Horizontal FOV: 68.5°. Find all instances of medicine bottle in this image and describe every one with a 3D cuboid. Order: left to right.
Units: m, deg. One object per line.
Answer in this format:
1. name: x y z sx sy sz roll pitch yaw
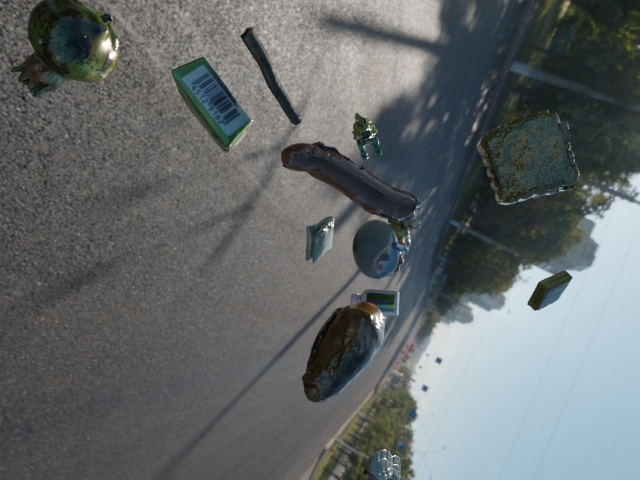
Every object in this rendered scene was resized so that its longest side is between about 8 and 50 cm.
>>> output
1. medicine bottle: 0.250 0.281 2.158 0.078 0.219 0.115 15 78 -74

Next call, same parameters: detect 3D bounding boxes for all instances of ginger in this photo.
1. ginger: 0.063 0.286 1.279 0.321 0.165 0.172 -46 159 -30

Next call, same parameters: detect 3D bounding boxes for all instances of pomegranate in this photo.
1. pomegranate: -0.651 -0.482 1.215 0.276 0.204 0.222 -63 158 -4

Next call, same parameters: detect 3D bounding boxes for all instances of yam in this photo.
1. yam: -0.138 -0.474 1.392 0.327 0.045 0.045 56 38 -47

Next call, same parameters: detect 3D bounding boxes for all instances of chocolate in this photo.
1. chocolate: -0.377 -0.472 1.664 0.137 0.301 0.289 -37 -169 -7

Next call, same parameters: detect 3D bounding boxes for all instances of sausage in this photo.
1. sausage: 0.061 -0.111 0.892 0.078 0.304 0.078 -45 -149 37

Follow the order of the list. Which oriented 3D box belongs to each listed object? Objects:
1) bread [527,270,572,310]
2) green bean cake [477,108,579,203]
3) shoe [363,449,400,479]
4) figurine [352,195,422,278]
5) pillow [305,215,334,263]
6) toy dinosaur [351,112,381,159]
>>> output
1. bread: 0.574 0.126 1.176 0.090 0.035 0.094 -19 139 -21
2. green bean cake: 0.579 -0.224 1.319 0.131 0.224 0.229 -6 79 -80
3. shoe: 0.209 0.832 1.738 0.227 0.126 0.099 40 46 -45
4. figurine: 0.253 -0.023 1.776 0.224 0.205 0.382 -55 178 41
5. pillow: 0.000 0.000 1.856 0.134 0.078 0.181 -39 149 -37
6. toy dinosaur: 0.163 -0.409 1.773 0.259 0.094 0.153 -98 170 -59
